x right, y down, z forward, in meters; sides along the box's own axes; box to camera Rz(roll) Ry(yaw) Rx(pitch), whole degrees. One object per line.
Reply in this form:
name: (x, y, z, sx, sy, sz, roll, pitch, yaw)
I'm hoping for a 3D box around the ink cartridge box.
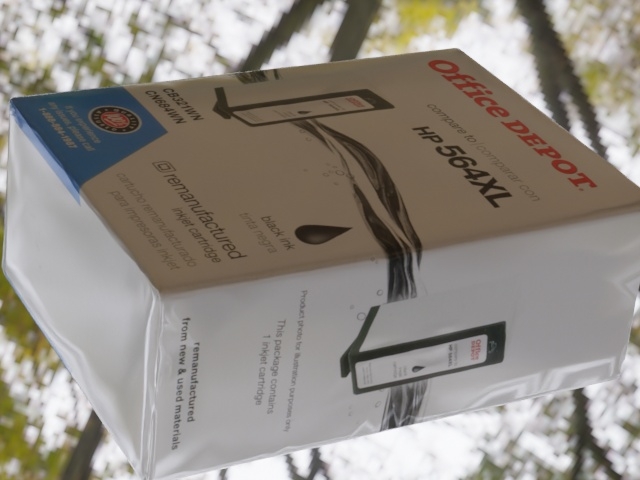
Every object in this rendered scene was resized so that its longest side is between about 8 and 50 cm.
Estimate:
ink cartridge box: (0.000, 0.000, 0.721, 0.203, 0.086, 0.148, -11, -146, -27)
